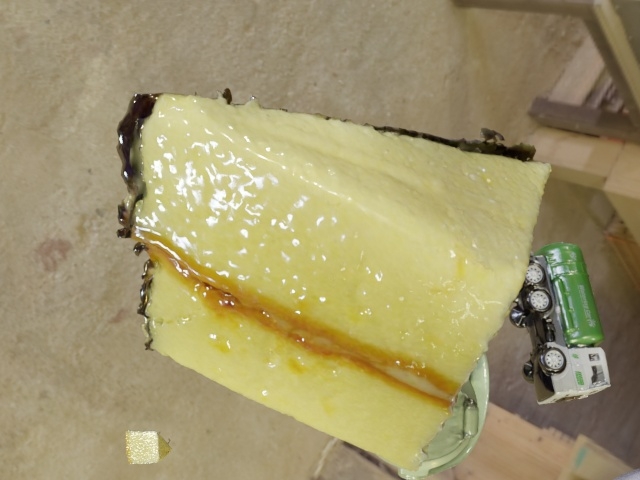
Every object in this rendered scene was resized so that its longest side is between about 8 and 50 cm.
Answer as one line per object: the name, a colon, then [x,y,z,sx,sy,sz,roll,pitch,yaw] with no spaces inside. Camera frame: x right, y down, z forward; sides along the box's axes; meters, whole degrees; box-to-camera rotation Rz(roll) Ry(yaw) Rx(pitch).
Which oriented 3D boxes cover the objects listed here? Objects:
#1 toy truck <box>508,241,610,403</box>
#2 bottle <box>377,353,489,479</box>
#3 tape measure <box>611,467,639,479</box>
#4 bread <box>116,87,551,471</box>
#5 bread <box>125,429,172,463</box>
toy truck: [0.365,0.123,1.161,0.124,0.101,0.243,-4,69,-6]
bottle: [0.135,0.214,1.112,0.229,0.352,0.229,0,93,-2]
tape measure: [0.312,0.286,0.643,0.105,0.178,0.196,103,-9,-54]
bread: [0.014,0.019,0.711,0.346,0.404,0.242,-58,-169,41]
bread: [-0.388,0.462,1.740,0.109,0.084,0.080,-3,91,-81]
